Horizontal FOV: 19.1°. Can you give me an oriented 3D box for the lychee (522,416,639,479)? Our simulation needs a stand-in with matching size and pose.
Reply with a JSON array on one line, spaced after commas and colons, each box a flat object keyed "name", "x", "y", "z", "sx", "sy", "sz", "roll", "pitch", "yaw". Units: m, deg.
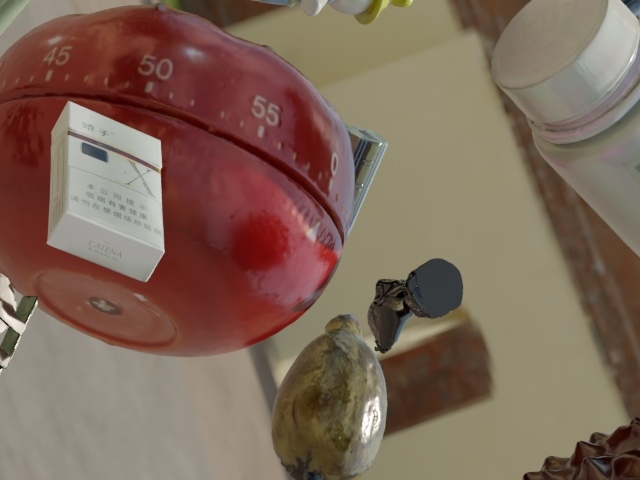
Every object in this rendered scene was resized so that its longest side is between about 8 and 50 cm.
[{"name": "lychee", "x": 0.325, "y": 0.331, "z": 1.533, "sx": 0.500, "sy": 0.425, "sz": 0.424, "roll": -14, "pitch": -84, "yaw": 62}]

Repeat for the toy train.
[{"name": "toy train", "x": 0.000, "y": 0.000, "z": 1.996, "sx": 0.055, "sy": 0.252, "sz": 0.048, "roll": 7, "pitch": 23, "yaw": -42}]

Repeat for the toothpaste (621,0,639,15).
[{"name": "toothpaste", "x": 0.338, "y": -0.269, "z": 2.121, "sx": 0.071, "sy": 0.193, "sz": 0.045, "roll": 20, "pitch": -44, "yaw": 45}]

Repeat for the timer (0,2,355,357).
[{"name": "timer", "x": -0.157, "y": -0.050, "z": 1.819, "sx": 0.378, "sy": 0.378, "sz": 0.279, "roll": 67, "pitch": 37, "yaw": -62}]

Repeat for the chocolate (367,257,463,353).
[{"name": "chocolate", "x": 0.081, "y": 0.061, "z": 1.874, "sx": 0.147, "sy": 0.070, "sz": 0.072, "roll": -29, "pitch": -133, "yaw": 56}]

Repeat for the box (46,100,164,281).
[{"name": "box", "x": -0.165, "y": -0.039, "z": 1.459, "sx": 0.040, "sy": 0.084, "sz": 0.154, "roll": -58, "pitch": -157, "yaw": 30}]

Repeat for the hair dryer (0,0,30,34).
[{"name": "hair dryer", "x": -0.260, "y": -0.193, "z": 1.544, "sx": 0.075, "sy": 0.237, "sz": 0.206, "roll": 43, "pitch": 11, "yaw": -12}]

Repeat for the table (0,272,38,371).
[{"name": "table", "x": -0.320, "y": 0.077, "z": 1.522, "sx": 0.146, "sy": 0.062, "sz": 0.175, "roll": 49, "pitch": 50, "yaw": -41}]

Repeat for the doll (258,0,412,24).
[{"name": "doll", "x": -0.003, "y": -0.313, "z": 2.227, "sx": 0.135, "sy": 0.241, "sz": 0.098, "roll": 24, "pitch": -75, "yaw": 60}]

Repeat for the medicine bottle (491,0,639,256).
[{"name": "medicine bottle", "x": 0.299, "y": -0.110, "z": 1.822, "sx": 0.293, "sy": 0.170, "sz": 0.170, "roll": 41, "pitch": 18, "yaw": -31}]

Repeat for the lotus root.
[{"name": "lotus root", "x": 0.012, "y": 0.181, "z": 2.135, "sx": 0.138, "sy": 0.138, "sz": 0.214, "roll": 66, "pitch": 32, "yaw": -69}]
